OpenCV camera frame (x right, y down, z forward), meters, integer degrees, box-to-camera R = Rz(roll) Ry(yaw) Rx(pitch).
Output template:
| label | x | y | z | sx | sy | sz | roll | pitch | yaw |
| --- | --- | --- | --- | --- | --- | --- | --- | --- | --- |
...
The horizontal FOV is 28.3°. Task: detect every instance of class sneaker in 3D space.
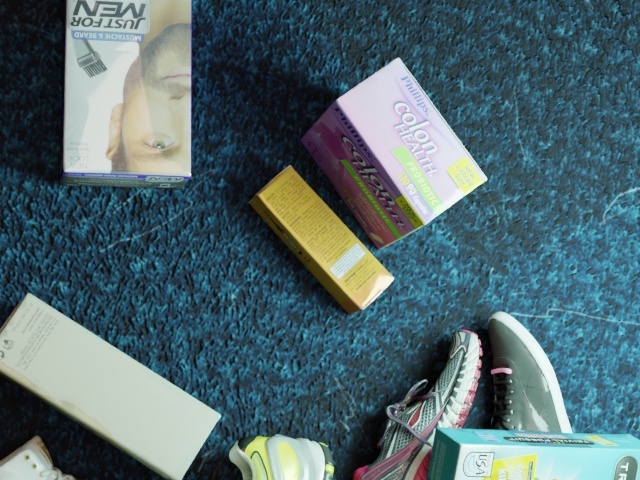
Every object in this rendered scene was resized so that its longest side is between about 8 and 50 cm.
| label | x | y | z | sx | sy | sz | roll | pitch | yaw |
| --- | --- | --- | --- | --- | --- | --- | --- | --- | --- |
| sneaker | 0.280 | 0.261 | 1.898 | 0.147 | 0.104 | 0.295 | -20 | 90 | -21 |
| sneaker | -0.344 | 0.343 | 1.739 | 0.293 | 0.108 | 0.169 | -14 | 87 | -14 |
| sneaker | 0.153 | 0.259 | 1.867 | 0.112 | 0.121 | 0.299 | 25 | 70 | 13 |
| sneaker | -0.097 | 0.457 | 1.767 | 0.147 | 0.145 | 0.384 | 17 | 67 | -10 |

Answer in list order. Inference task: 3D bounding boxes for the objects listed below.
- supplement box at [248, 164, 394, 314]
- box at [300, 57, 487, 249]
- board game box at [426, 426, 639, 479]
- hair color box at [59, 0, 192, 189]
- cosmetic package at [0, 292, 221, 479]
| label | x | y | z | sx | sy | sz | roll | pitch | yaw |
| --- | --- | --- | --- | --- | --- | --- | --- | --- | --- |
| supplement box | 0.000 | 0.000 | 1.892 | 0.233 | 0.078 | 0.080 | 46 | 74 | -3 |
| box | 0.099 | -0.119 | 1.850 | 0.117 | 0.243 | 0.213 | -36 | 91 | -16 |
| board game box | 0.306 | 0.405 | 1.822 | 0.336 | 0.079 | 0.253 | 6 | 99 | -24 |
| hair color box | -0.284 | -0.250 | 1.854 | 0.185 | 0.110 | 0.338 | 1 | 82 | -14 |
| cosmetic package | -0.303 | 0.205 | 1.746 | 0.309 | 0.160 | 0.113 | 34 | 76 | -5 |
